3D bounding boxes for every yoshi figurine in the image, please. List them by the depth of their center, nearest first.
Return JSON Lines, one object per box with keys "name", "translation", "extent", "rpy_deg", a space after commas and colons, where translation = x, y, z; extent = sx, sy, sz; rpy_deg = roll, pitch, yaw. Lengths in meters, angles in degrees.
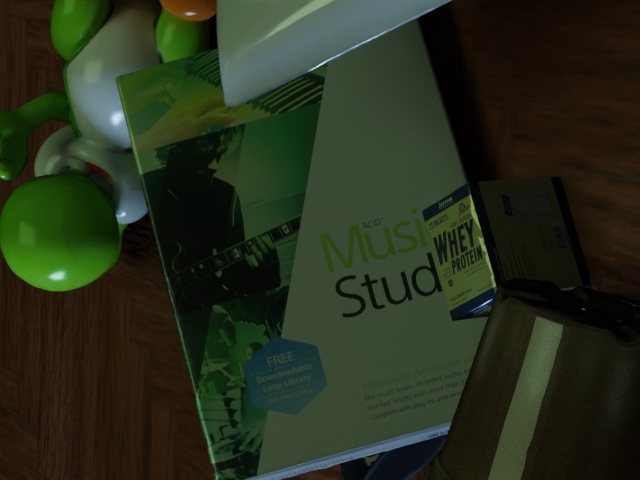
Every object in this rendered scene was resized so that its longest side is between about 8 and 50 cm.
{"name": "yoshi figurine", "translation": [-0.201, -0.094, 1.567], "extent": [0.203, 0.203, 0.362], "rpy_deg": [45, 132, 35]}

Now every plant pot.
{"name": "plant pot", "translation": [0.154, 0.119, 1.112], "extent": [0.167, 0.167, 0.165], "rpy_deg": [26, 108, 51]}

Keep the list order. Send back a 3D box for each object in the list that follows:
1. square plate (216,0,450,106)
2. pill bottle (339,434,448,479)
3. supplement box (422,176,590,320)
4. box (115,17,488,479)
{"name": "square plate", "translation": [0.047, -0.298, 1.107], "extent": [0.344, 0.049, 0.347], "rpy_deg": [-23, 58, 38]}
{"name": "pill bottle", "translation": [-0.002, 0.089, 1.340], "extent": [0.219, 0.123, 0.123], "rpy_deg": [48, 132, 24]}
{"name": "supplement box", "translation": [0.127, 0.005, 1.194], "extent": [0.056, 0.083, 0.083], "rpy_deg": [-34, 66, 52]}
{"name": "box", "translation": [0.000, 0.000, 1.263], "extent": [0.058, 0.232, 0.322], "rpy_deg": [73, -179, -74]}
